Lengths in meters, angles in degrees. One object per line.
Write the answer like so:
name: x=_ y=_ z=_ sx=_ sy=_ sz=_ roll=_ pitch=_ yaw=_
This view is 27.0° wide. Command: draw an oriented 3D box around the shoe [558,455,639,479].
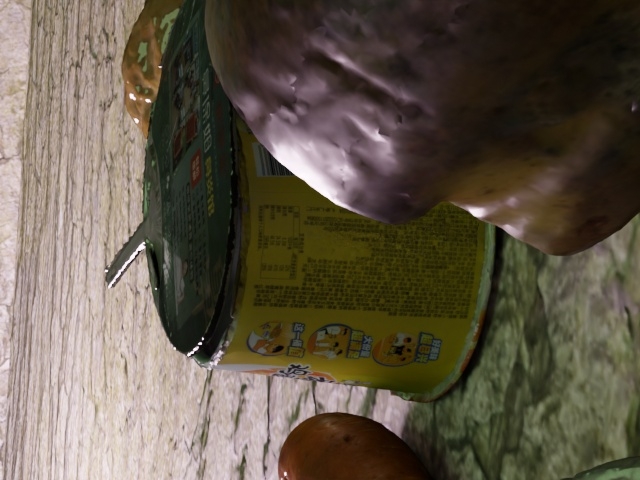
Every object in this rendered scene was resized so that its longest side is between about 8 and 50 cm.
shoe: x=0.124 y=0.177 z=0.534 sx=0.227 sy=0.099 sz=0.125 roll=107 pitch=163 yaw=-47

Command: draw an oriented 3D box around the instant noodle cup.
instant noodle cup: x=0.000 y=0.000 z=0.821 sx=0.205 sy=0.153 sz=0.205 roll=-178 pitch=90 yaw=-68

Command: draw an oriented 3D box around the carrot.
carrot: x=0.034 y=0.161 z=0.817 sx=0.193 sy=0.087 sz=0.087 roll=-156 pitch=69 yaw=-66

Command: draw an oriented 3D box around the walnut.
walnut: x=-0.069 y=-0.134 z=1.009 sx=0.184 sy=0.155 sz=0.155 roll=120 pitch=145 yaw=-47

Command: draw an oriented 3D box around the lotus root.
lotus root: x=0.108 y=-0.161 z=0.451 sx=0.346 sy=0.250 sz=0.250 roll=132 pitch=136 yaw=-53

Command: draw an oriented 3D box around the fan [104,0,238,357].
fan: x=-0.096 y=-0.051 z=0.851 sx=0.294 sy=0.012 sz=0.223 roll=-155 pitch=69 yaw=-67
